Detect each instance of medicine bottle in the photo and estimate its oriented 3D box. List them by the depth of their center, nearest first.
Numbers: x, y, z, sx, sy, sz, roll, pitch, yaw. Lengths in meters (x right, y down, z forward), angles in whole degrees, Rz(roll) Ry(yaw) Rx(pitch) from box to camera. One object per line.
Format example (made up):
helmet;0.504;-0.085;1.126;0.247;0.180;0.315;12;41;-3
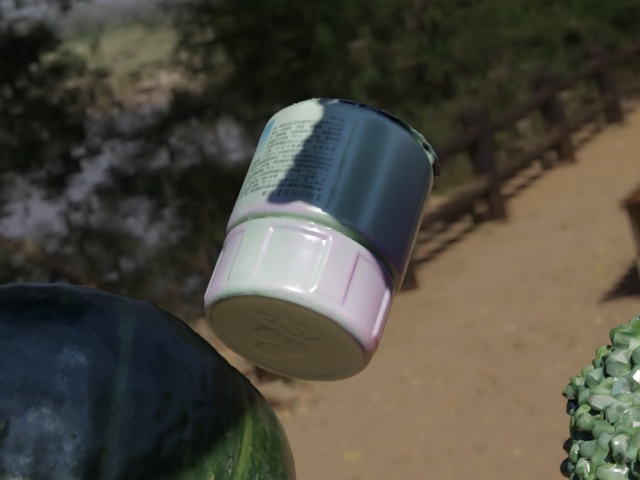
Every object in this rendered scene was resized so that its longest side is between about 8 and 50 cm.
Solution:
medicine bottle;0.000;0.000;1.407;0.135;0.135;0.168;-9;50;37

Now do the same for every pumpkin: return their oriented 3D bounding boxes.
pumpkin;-0.157;0.153;1.056;0.300;0.207;0.300;1;-35;1

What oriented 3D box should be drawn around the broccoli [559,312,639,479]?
broccoli;0.258;0.220;1.036;0.317;0.277;0.338;14;41;4
